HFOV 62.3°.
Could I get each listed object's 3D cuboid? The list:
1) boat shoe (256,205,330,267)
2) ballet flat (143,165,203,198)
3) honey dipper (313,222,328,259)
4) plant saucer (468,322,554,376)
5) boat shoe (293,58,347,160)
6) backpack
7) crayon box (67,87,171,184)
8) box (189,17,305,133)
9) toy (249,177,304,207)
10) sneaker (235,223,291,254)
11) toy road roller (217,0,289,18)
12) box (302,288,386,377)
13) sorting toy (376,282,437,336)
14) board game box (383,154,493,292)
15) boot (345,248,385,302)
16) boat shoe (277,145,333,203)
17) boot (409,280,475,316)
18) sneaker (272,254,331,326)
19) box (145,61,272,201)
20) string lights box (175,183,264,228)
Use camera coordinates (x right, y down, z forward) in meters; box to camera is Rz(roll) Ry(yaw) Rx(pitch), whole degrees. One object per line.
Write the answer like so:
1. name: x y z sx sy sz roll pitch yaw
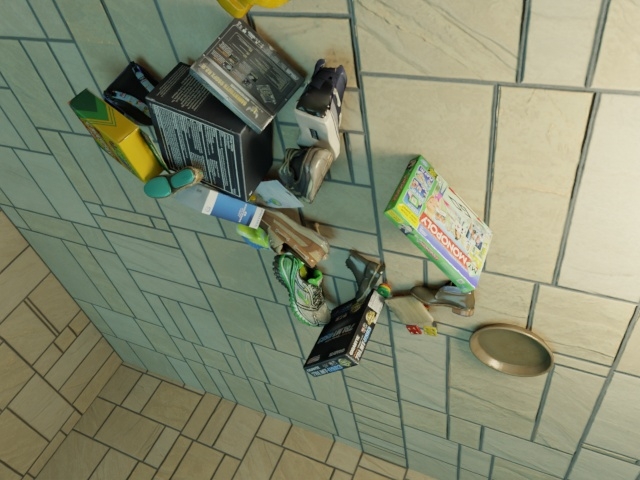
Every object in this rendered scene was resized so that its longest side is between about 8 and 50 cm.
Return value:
1. boat shoe: -0.127 -0.014 1.789 0.324 0.116 0.123 27 163 22
2. ballet flat: -0.429 -0.169 1.567 0.206 0.067 0.073 -10 96 27
3. honey dipper: 0.000 0.000 1.833 0.030 0.030 0.161 11 135 25
4. plant saucer: 0.649 0.370 1.805 0.277 0.041 0.278 19 142 16
5. boat shoe: 0.015 -0.327 1.373 0.127 0.158 0.340 22 172 4
6. backpack: -0.542 -0.423 1.601 0.173 0.158 0.117 37 162 -14
7. crayon box: -0.592 -0.297 1.582 0.318 0.081 0.202 35 160 25
8. box: -0.182 -0.414 1.335 0.231 0.183 0.056 40 172 -13
9. toy: -0.164 -0.163 1.723 0.237 0.056 0.137 -2 146 45
10. sneaker: -0.191 -0.006 1.927 0.240 0.091 0.126 26 162 5
11. toy road roller: -0.183 -0.619 1.088 0.329 0.203 0.240 37 154 -12
12. box: 0.088 0.344 1.950 0.073 0.293 0.295 40 143 -12
13. sorting toy: 0.321 0.239 1.871 0.132 0.046 0.274 -13 126 43
14. board game box: 0.320 -0.044 1.397 0.317 0.214 0.046 42 142 -17
15. boot: 0.131 0.121 1.856 0.137 0.077 0.198 32 131 6
16. boat shoe: -0.056 -0.185 1.463 0.130 0.132 0.355 26 170 -2
17. boot: 0.400 0.162 1.725 0.219 0.082 0.106 17 120 25
18. sneaker: -0.046 0.189 1.979 0.146 0.134 0.344 -8 123 37
19. box: -0.305 -0.308 1.536 0.294 0.183 0.296 24 149 11
20. string lights box: -0.313 -0.115 1.683 0.133 0.077 0.259 24 -177 34
